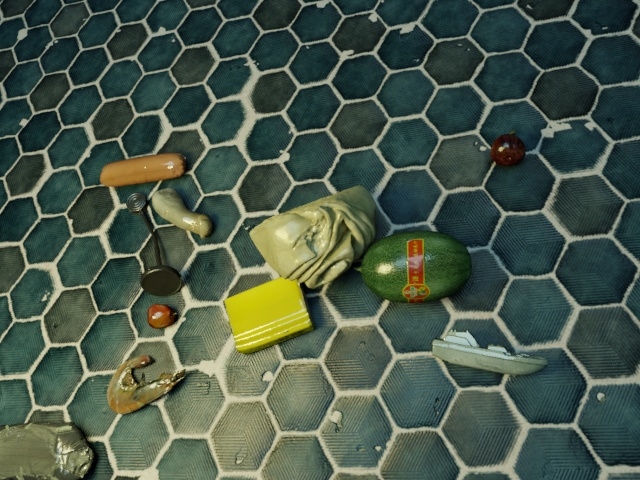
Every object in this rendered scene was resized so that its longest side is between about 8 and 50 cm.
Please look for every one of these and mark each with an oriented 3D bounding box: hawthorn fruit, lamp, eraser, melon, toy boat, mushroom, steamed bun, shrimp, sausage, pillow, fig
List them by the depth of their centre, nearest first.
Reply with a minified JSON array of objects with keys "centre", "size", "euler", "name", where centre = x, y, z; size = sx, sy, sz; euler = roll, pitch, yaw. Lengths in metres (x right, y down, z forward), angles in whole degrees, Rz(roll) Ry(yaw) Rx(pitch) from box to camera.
[{"centre":[0.394,0.260,1.176],"size":[0.260,0.078,0.085],"euler":[8,86,19],"name":"toy boat"},{"centre":[0.223,0.066,1.238],"size":[0.287,0.182,0.182],"euler":[-5,68,14],"name":"melon"},{"centre":[0.002,0.000,1.289],"size":[0.289,0.276,0.203],"euler":[-25,98,-32],"name":"steamed bun"},{"centre":[-0.756,0.566,1.330],"size":[0.334,0.092,0.162],"euler":[-5,73,11],"name":"pillow"},{"centre":[-0.136,0.195,1.338],"size":[0.226,0.069,0.158],"euler":[-22,63,5],"name":"eraser"},{"centre":[-0.475,0.376,1.359],"size":[0.250,0.052,0.144],"euler":[-21,63,6],"name":"shrimp"},{"centre":[0.506,-0.260,1.362],"size":[0.088,0.089,0.125],"euler":[1,45,14],"name":"fig"},{"centre":[-0.448,0.212,1.409],"size":[0.077,0.077,0.077],"euler":[-5,68,12],"name":"hawthorn fruit"},{"centre":[-0.510,-0.015,1.490],"size":[0.130,0.108,0.371],"euler":[-22,65,1],"name":"lamp"},{"centre":[-0.416,-0.080,1.508],"size":[0.223,0.092,0.081],"euler":[32,123,26],"name":"mushroom"},{"centre":[-0.564,-0.225,1.600],"size":[0.288,0.086,0.086],"euler":[-8,67,12],"name":"sausage"}]
